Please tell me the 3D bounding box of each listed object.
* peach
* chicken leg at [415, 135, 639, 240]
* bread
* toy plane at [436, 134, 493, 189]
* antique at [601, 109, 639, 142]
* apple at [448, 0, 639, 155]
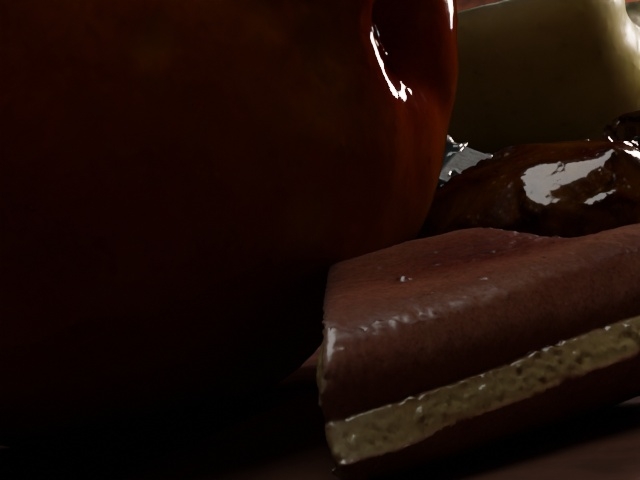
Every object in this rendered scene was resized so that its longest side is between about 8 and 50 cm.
[{"bbox_3d":[-0.096,-0.080,0.784,0.301,0.343,0.342,-12,2,34],"label":"peach"},{"bbox_3d":[0.052,0.017,0.915,0.304,0.093,0.113,-16,-19,42],"label":"chicken leg"},{"bbox_3d":[0.061,0.037,0.662,0.192,0.067,0.119,-13,13,-27],"label":"bread"},{"bbox_3d":[0.097,-0.025,1.288,0.192,0.088,0.262,20,16,12],"label":"toy plane"},{"bbox_3d":[0.235,-0.039,1.114,0.087,0.093,0.310,-9,4,3],"label":"antique"},{"bbox_3d":[0.194,-0.188,1.951,0.360,0.320,0.312,-13,40,30],"label":"apple"}]
